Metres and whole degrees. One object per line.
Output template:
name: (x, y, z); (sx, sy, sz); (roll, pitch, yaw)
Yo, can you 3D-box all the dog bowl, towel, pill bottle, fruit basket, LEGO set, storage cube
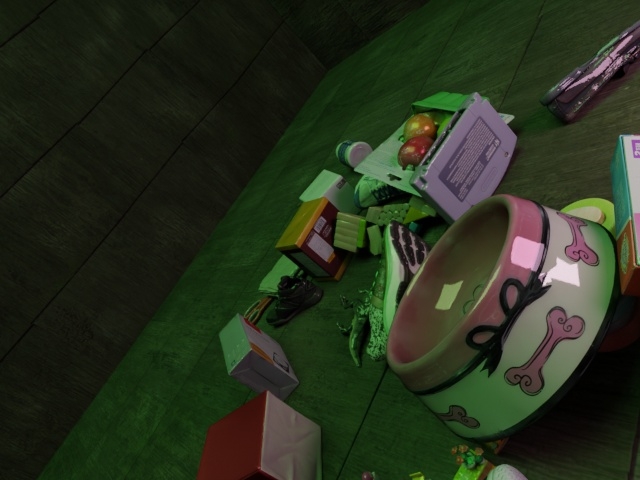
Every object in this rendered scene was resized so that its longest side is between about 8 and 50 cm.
dog bowl: (0.261, 0.101, 0.746); (0.408, 0.150, 0.408); (-58, 3, 5)
towel: (-0.101, 0.091, 1.651); (0.282, 0.049, 0.187); (-52, 24, -22)
pill bottle: (0.133, -0.358, 1.873); (0.112, 0.112, 0.186); (-48, 24, 0)
fruit basket: (0.317, -0.269, 1.309); (0.353, 0.165, 0.327); (-47, 38, -8)
LEGO set: (0.171, 0.374, 0.710); (0.287, 0.107, 0.132); (-39, 26, 20)
storage cube: (-0.124, 0.476, 0.960); (0.193, 0.183, 0.215); (-37, 25, 19)

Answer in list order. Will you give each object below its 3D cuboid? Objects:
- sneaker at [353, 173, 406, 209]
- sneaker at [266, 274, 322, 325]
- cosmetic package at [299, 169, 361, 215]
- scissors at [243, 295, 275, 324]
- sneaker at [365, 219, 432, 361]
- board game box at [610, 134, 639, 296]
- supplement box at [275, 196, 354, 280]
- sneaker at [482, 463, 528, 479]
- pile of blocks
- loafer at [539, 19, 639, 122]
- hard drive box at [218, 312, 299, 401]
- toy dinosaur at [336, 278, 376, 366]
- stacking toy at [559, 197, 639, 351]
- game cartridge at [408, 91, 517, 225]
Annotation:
sneaker: (0.227, -0.191, 1.466); (0.296, 0.112, 0.131); (-39, 26, 21)
sneaker: (-0.117, 0.185, 1.454); (0.227, 0.130, 0.087); (-36, 25, 30)
cosmetic package: (0.043, -0.147, 1.656); (0.151, 0.151, 0.183); (-48, 23, 1)
scissors: (-0.176, 0.198, 1.662); (0.297, 0.021, 0.109); (-47, 24, 4)
sneaker: (0.165, 0.111, 1.085); (0.182, 0.158, 0.410); (-42, 22, 37)
board game box: (0.545, -0.029, 0.547); (0.316, 0.064, 0.242); (6, 53, 22)
supplement box: (0.000, 0.000, 1.453); (0.129, 0.194, 0.191); (-8, 45, 55)
sneaker: (0.210, 0.456, 0.497); (0.210, 0.137, 0.366); (-41, 20, 17)
pile of blocks: (0.208, -0.044, 1.318); (0.362, 0.149, 0.112); (-14, -3, 38)
loafer: (0.681, -0.407, 1.091); (0.302, 0.095, 0.109); (-39, -5, 10)
hard drive box: (-0.180, 0.329, 1.276); (0.089, 0.181, 0.232); (-48, 25, -2)
toy dinosaur: (0.096, 0.193, 1.174); (0.118, 0.064, 0.268); (-9, 48, 45)
stacking toy: (0.451, 0.008, 0.768); (0.309, 0.130, 0.279); (-49, 24, -3)
game cartridge: (0.364, -0.192, 1.128); (0.297, 0.198, 0.062); (-54, 25, -13)
